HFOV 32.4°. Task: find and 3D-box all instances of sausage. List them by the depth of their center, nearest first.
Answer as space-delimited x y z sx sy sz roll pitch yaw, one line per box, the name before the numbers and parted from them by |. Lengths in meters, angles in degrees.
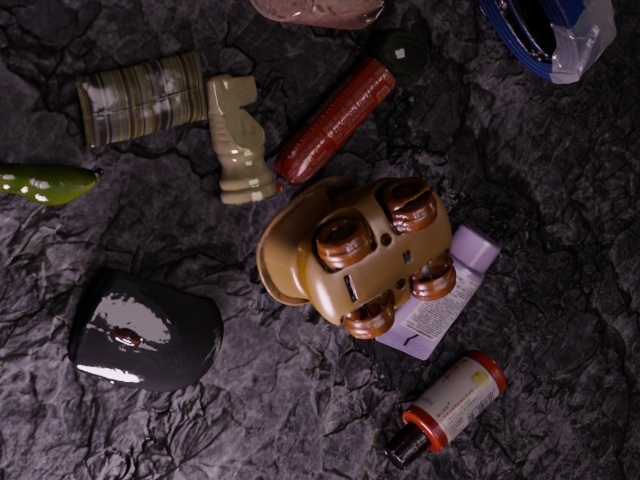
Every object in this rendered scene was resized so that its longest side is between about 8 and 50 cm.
sausage | 0.014 -0.185 1.810 0.274 0.074 0.074 -48 129 -14

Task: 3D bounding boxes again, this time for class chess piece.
chess piece | -0.128 -0.161 1.715 0.090 0.090 0.200 -18 105 -32

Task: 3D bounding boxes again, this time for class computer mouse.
computer mouse | -0.253 0.152 1.713 0.269 0.100 0.170 21 91 -40

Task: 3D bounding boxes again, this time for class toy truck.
toy truck | 0.065 0.016 1.758 0.288 0.211 0.204 -33 123 -20

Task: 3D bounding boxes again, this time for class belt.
belt | 0.379 -0.435 1.912 0.117 0.212 0.347 -48 124 -16

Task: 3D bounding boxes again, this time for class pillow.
pillow | -0.259 -0.207 1.616 0.203 0.038 0.113 -20 118 -30

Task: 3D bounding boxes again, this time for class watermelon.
watermelon | 0.135 -0.315 1.856 0.110 0.078 0.078 7 102 -39

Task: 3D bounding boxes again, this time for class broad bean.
broad bean | -0.399 -0.079 1.548 0.213 0.048 0.070 -11 112 -34

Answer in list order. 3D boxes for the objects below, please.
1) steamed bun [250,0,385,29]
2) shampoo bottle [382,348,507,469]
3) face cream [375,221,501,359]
steamed bun | -0.010 -0.469 1.620 0.251 0.199 0.301 -19 127 -51
shampoo bottle | 0.236 0.337 2.153 0.278 0.104 0.104 -40 126 -20
face cream | 0.229 0.100 2.083 0.154 0.096 0.274 26 103 -43
